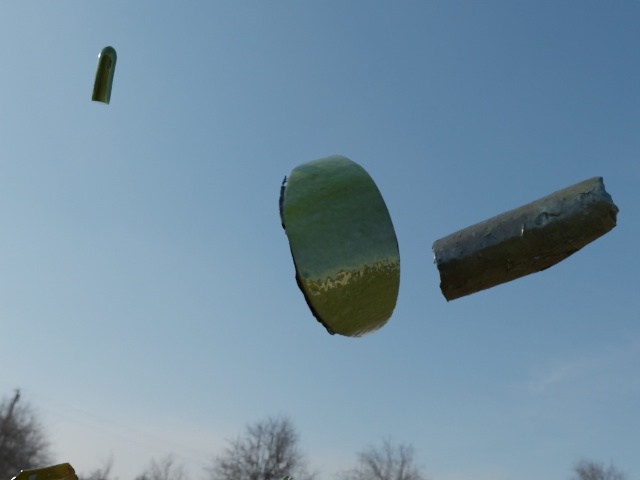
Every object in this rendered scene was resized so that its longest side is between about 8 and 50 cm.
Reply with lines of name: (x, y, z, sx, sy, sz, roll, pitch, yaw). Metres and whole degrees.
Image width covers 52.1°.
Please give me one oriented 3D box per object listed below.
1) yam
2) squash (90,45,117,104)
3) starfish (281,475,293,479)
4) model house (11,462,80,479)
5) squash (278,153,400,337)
yam: (0.288, -0.001, 0.937, 0.259, 0.106, 0.106, -22, -36, 19)
squash: (-0.309, -0.238, 0.939, 0.028, 0.083, 0.027, 9, 2, 0)
starfish: (-0.082, 0.359, 0.737, 0.208, 0.053, 0.176, -28, 11, -2)
model house: (-0.509, 0.560, 1.275, 0.136, 0.207, 0.219, 18, -3, 32)
squash: (0.000, 0.000, 0.750, 0.155, 0.236, 0.204, -14, -11, -22)
